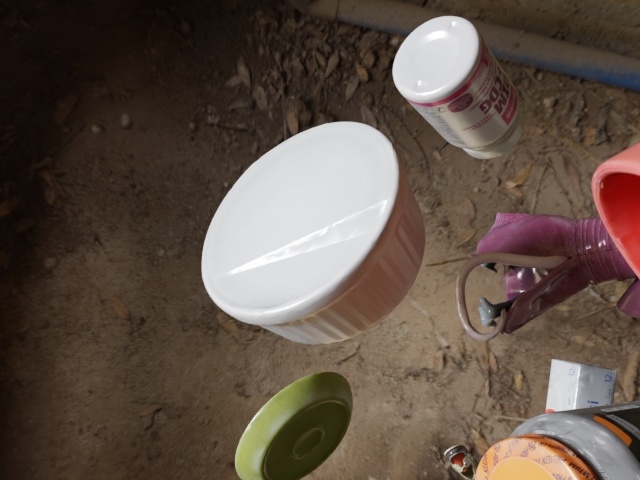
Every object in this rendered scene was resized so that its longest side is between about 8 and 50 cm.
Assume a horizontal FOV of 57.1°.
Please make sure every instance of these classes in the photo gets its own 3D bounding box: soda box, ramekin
[{"bbox_3d":[0.534,0.401,1.234,0.098,0.091,0.286,10,85,-16],"label":"soda box"},{"bbox_3d":[0.000,0.000,0.705,0.273,0.273,0.127,-50,130,-9],"label":"ramekin"}]

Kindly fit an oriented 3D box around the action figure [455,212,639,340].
[{"bbox_3d":[0.410,0.004,0.891,0.370,0.276,0.248,-17,80,36],"label":"action figure"}]

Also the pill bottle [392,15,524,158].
[{"bbox_3d":[0.268,-0.268,1.089,0.160,0.283,0.160,-14,65,33],"label":"pill bottle"}]

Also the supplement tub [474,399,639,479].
[{"bbox_3d":[0.342,0.292,0.686,0.316,0.194,0.193,4,80,-33],"label":"supplement tub"}]

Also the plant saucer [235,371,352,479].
[{"bbox_3d":[-0.031,0.331,0.997,0.241,0.241,0.037,-44,48,-8],"label":"plant saucer"}]

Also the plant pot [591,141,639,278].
[{"bbox_3d":[0.385,-0.022,0.412,0.243,0.275,0.275,-37,85,7],"label":"plant pot"}]

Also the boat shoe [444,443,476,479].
[{"bbox_3d":[0.305,0.478,1.267,0.049,0.137,0.043,-28,47,7],"label":"boat shoe"}]
